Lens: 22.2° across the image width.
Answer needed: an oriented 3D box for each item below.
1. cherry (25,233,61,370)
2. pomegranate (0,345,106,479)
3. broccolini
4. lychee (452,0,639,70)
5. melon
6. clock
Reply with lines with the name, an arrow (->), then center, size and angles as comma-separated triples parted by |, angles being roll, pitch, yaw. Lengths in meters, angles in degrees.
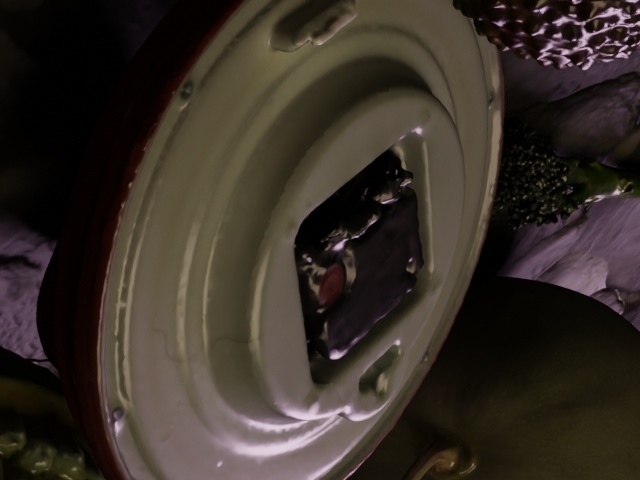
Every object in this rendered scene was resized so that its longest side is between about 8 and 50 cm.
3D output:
cherry -> -0.101, 0.027, 0.861 | 0.106, 0.087, 0.126 | -50, 167, -33
pomegranate -> -0.225, 0.154, 0.798 | 0.260, 0.260, 0.340 | -39, 121, 9
broccolini -> 0.186, -0.037, 1.092 | 0.058, 0.067, 0.216 | -6, 174, 41
lychee -> 0.116, -0.156, 0.743 | 0.171, 0.171, 0.171 | -25, 151, -15
melon -> 0.130, 0.150, 1.127 | 0.272, 0.271, 0.308 | -30, 163, -6
clock -> 0.000, 0.000, 0.796 | 0.318, 0.080, 0.318 | -32, 132, -45
